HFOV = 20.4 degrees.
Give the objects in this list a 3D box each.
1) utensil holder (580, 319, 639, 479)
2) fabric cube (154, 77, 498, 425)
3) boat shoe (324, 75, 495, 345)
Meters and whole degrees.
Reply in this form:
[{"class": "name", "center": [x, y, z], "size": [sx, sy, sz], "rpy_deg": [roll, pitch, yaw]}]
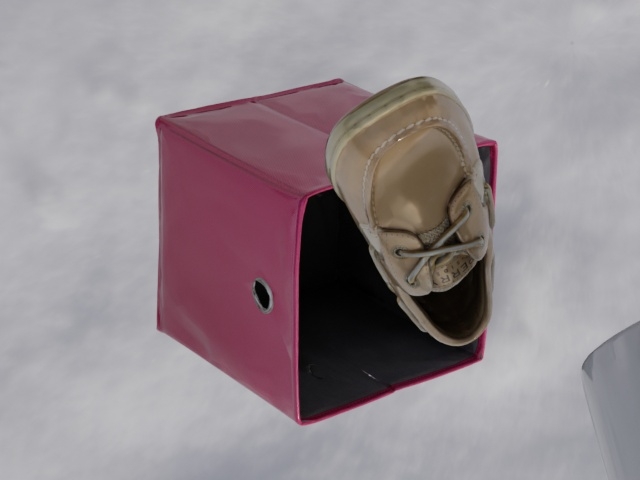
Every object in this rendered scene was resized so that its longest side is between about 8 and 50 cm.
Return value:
[{"class": "utensil holder", "center": [0.393, 0.233, 1.332], "size": [0.328, 0.327, 0.385], "rpy_deg": [-19, 72, 10]}, {"class": "fabric cube", "center": [0.000, 0.000, 1.845], "size": [0.258, 0.259, 0.254], "rpy_deg": [29, 126, 45]}, {"class": "boat shoe", "center": [0.093, -0.017, 1.438], "size": [0.122, 0.341, 0.110], "rpy_deg": [-29, 64, 0]}]
